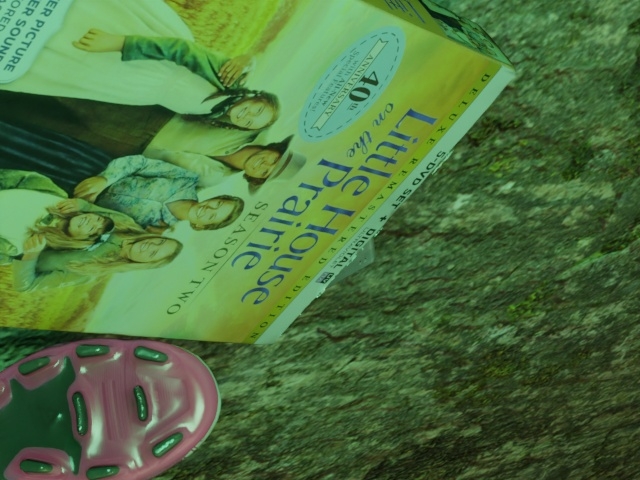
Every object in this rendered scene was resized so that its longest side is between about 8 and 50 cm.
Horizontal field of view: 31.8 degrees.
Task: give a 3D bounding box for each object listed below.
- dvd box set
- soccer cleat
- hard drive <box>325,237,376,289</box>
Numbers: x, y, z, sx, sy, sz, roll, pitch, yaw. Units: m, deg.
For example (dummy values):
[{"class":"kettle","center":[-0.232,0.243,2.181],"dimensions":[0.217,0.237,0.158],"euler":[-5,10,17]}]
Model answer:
[{"class":"dvd box set","center":[-0.098,-0.059,0.705],"dimensions":[0.420,0.062,0.307],"euler":[11,128,-49]},{"class":"soccer cleat","center":[-0.230,0.158,0.857],"dimensions":[0.331,0.116,0.143],"euler":[-18,166,2]},{"class":"hard drive","center":[0.000,0.000,0.967],"dimensions":[0.094,0.022,0.135],"euler":[-29,151,-10]}]
